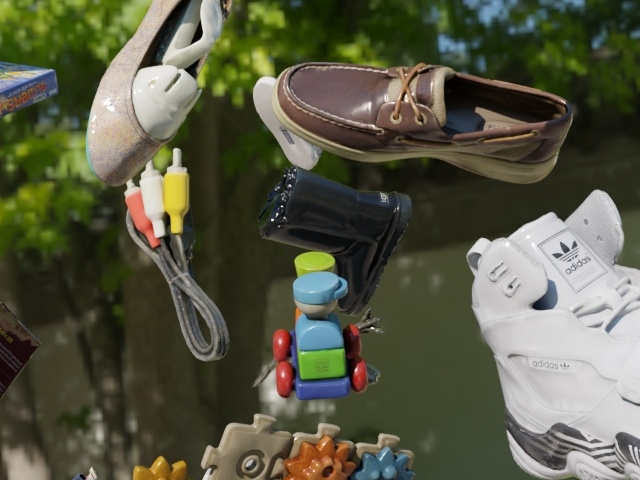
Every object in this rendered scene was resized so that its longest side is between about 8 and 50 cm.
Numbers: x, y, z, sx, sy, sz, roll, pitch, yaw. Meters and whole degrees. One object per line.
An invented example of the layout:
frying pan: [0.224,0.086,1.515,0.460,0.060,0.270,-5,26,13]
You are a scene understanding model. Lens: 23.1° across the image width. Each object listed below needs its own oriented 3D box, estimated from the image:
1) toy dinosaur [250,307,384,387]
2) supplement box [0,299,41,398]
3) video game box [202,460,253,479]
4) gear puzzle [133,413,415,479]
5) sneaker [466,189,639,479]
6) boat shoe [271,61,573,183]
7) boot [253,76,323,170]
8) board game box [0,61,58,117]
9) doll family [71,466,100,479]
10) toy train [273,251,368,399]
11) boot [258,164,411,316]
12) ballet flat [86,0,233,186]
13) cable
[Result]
toy dinosaur: [0.012,0.144,1.986,0.118,0.064,0.268,-30,9,-29]
supplement box: [-0.403,0.164,1.610,0.073,0.239,0.130,29,-17,23]
video game box: [-0.051,0.316,1.909,0.187,0.048,0.205,27,10,1]
gear puzzle: [-0.050,0.267,1.582,0.339,0.175,0.044,13,12,-33]
sneaker: [0.238,0.072,1.205,0.137,0.210,0.366,-25,5,-28]
boat shoe: [0.119,-0.156,1.774,0.342,0.123,0.123,13,-30,-4]
boot: [-0.044,-0.210,2.542,0.069,0.086,0.190,5,-42,32]
board game box: [-0.466,-0.202,2.060,0.201,0.035,0.136,12,27,32]
doll family: [-0.397,0.427,2.519,0.111,0.076,0.193,-27,-38,-5]
toy train: [-0.006,0.076,1.851,0.105,0.143,0.248,-3,22,-2]
boot: [0.000,0.000,2.362,0.207,0.094,0.246,13,-49,-16]
ballet flat: [-0.181,-0.203,1.834,0.106,0.316,0.107,-9,-39,37]
cable: [-0.203,0.029,2.069,0.139,0.287,0.072,-24,-20,37]
